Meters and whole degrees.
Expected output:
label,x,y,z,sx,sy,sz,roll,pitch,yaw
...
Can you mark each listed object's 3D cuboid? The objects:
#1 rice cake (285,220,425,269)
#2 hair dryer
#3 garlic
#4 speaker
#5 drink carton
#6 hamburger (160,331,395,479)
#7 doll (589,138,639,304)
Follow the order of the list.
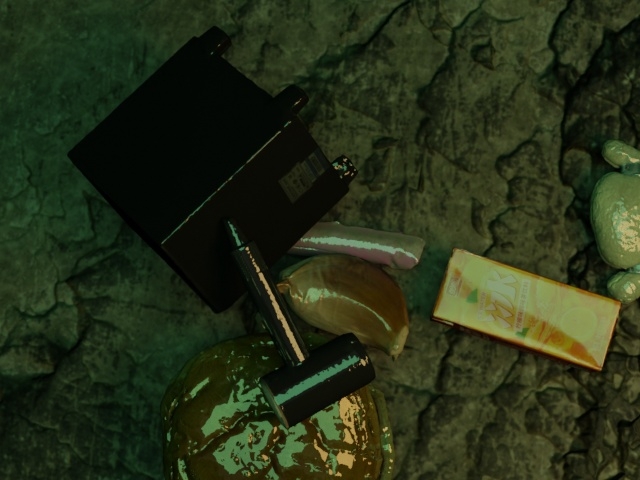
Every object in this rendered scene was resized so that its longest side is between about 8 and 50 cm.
label,x,y,z,sx,sy,sz,roll,pitch,yaw
rice cake,0.000,0.000,1.792,0.270,0.049,0.055,8,80,3
hair dryer,-0.038,0.080,1.612,0.128,0.070,0.255,-25,100,-10
garlic,0.015,0.074,1.731,0.198,0.128,0.090,23,123,-14
speaker,-0.130,-0.091,1.710,0.254,0.184,0.232,-44,51,-7
drink carton,0.258,0.090,1.760,0.223,0.071,0.096,19,83,4
hamburger,-0.054,0.245,1.709,0.285,0.134,0.265,-8,78,2
doll,0.397,-0.026,1.776,0.103,0.071,0.214,-4,84,2
